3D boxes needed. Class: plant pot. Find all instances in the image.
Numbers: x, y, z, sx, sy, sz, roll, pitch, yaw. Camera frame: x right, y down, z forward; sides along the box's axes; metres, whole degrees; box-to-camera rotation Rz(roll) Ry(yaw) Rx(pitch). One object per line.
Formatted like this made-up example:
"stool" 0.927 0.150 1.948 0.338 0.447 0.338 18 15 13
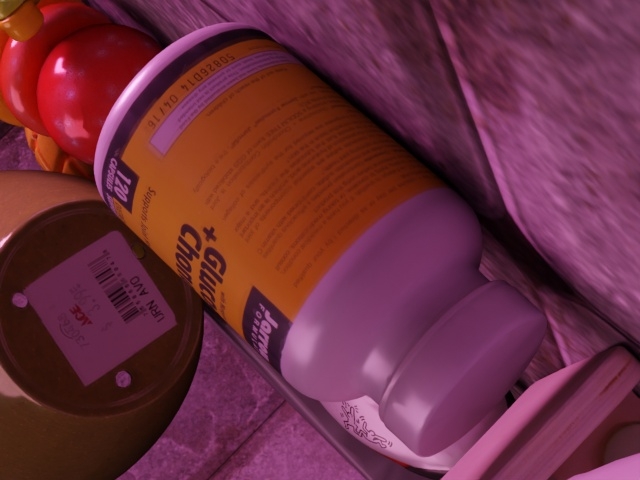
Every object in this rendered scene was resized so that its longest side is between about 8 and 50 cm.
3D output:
"plant pot" -0.193 0.060 0.984 0.275 0.275 0.293 46 157 -10

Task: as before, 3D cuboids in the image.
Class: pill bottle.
"pill bottle" 0.000 0.000 0.577 0.184 0.103 0.103 42 173 23

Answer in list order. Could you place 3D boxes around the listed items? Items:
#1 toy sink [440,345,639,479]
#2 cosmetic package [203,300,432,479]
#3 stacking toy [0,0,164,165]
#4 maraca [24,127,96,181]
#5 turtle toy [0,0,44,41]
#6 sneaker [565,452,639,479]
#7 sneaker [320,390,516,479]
"toy sink" 0.111 0.153 0.637 0.131 0.153 0.234 44 172 7
"cosmetic package" -0.037 0.078 1.303 0.284 0.097 0.377 36 168 45
"stacking toy" -0.205 -0.128 0.961 0.330 0.141 0.141 32 166 45
"maraca" -0.171 -0.081 1.158 0.186 0.099 0.127 23 159 34
"turtle toy" -0.200 -0.180 0.846 0.095 0.066 0.130 49 173 -32
"sneaker" 0.156 0.129 0.387 0.330 0.146 0.122 20 -140 -42
"sneaker" -0.002 0.033 0.844 0.270 0.090 0.145 43 176 35
